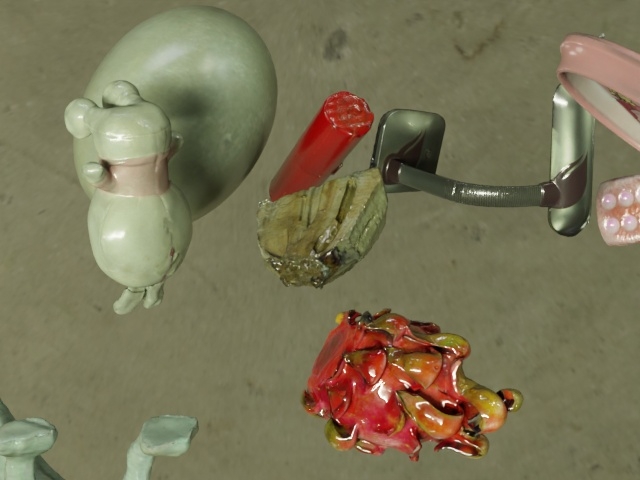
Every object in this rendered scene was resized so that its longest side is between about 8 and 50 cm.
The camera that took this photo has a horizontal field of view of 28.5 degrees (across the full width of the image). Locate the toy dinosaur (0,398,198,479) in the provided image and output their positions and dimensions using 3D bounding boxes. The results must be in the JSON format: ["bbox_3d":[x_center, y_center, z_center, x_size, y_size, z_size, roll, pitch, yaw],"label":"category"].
[{"bbox_3d":[-0.153,0.161,0.754,0.393,0.092,0.205,34,135,26],"label":"toy dinosaur"}]

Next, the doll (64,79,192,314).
[{"bbox_3d":[-0.214,-0.048,1.461,0.113,0.155,0.275,-1,103,39],"label":"doll"}]

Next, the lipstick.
[{"bbox_3d":[-0.005,-0.119,1.764,0.073,0.279,0.073,6,69,-17],"label":"lipstick"}]

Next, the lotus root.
[{"bbox_3d":[0.000,0.003,1.279,0.143,0.144,0.070,-12,122,22],"label":"lotus root"}]

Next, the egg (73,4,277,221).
[{"bbox_3d":[-0.196,-0.171,1.733,0.258,0.258,0.352,33,64,-7],"label":"egg"}]

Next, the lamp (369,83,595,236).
[{"bbox_3d":[0.210,-0.129,1.635,0.283,0.124,0.203,17,105,33],"label":"lamp"}]

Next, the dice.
[{"bbox_3d":[0.438,-0.042,1.739,0.093,0.091,0.094,-11,86,32],"label":"dice"}]

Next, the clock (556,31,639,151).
[{"bbox_3d":[0.299,-0.098,1.036,0.244,0.244,0.056,35,94,-7],"label":"clock"}]

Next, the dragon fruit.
[{"bbox_3d":[0.122,0.225,1.882,0.243,0.307,0.227,12,94,-33],"label":"dragon fruit"}]
